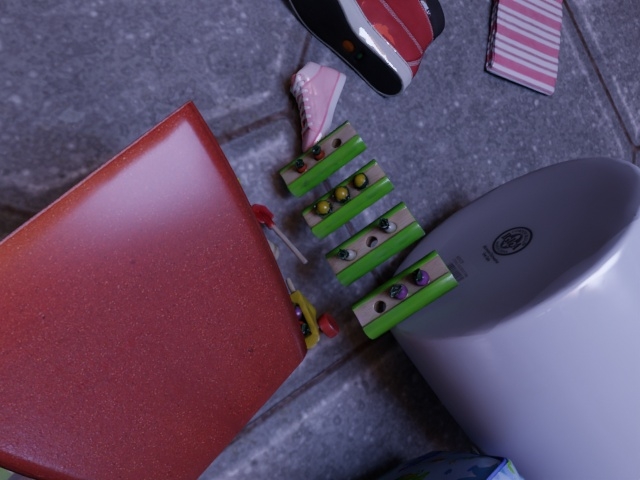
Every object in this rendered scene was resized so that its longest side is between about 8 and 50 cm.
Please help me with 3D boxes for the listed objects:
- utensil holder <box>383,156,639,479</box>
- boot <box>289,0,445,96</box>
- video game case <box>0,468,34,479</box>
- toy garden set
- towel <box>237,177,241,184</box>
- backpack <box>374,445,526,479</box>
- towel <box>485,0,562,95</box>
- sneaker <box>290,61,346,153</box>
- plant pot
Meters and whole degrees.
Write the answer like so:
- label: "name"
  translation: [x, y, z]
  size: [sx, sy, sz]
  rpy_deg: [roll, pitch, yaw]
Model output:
- label: "utensil holder"
  translation: [0.306, 0.145, 0.563]
  size: [0.327, 0.327, 0.386]
  rpy_deg: [-43, 104, -21]
- label: "boot"
  translation: [0.069, -0.350, 0.680]
  size: [0.244, 0.088, 0.176]
  rpy_deg: [40, 70, -21]
- label: "video game case"
  translation: [-0.326, 0.293, 0.468]
  size: [0.190, 0.022, 0.173]
  rpy_deg: [-10, 87, -23]
- label: "toy garden set"
  translation: [0.000, 0.000, 0.544]
  size: [0.203, 0.049, 0.244]
  rpy_deg: [-35, 62, 11]
- label: "towel"
  translation: [-0.117, -0.034, 0.601]
  size: [0.060, 0.009, 0.084]
  rpy_deg: [-15, 89, -22]
- label: "backpack"
  translation: [0.113, 0.341, 0.460]
  size: [0.289, 0.355, 0.274]
  rpy_deg: [-21, 91, -22]
- label: "towel"
  translation: [0.351, -0.358, 0.826]
  size: [0.144, 0.029, 0.197]
  rpy_deg: [12, 81, -20]
- label: "sneaker"
  translation: [-0.017, -0.179, 0.640]
  size: [0.070, 0.051, 0.135]
  rpy_deg: [23, 72, -16]
- label: "plant pot"
  translation: [-0.173, 0.070, 0.445]
  size: [0.267, 0.267, 0.236]
  rpy_deg: [-46, 111, -20]
